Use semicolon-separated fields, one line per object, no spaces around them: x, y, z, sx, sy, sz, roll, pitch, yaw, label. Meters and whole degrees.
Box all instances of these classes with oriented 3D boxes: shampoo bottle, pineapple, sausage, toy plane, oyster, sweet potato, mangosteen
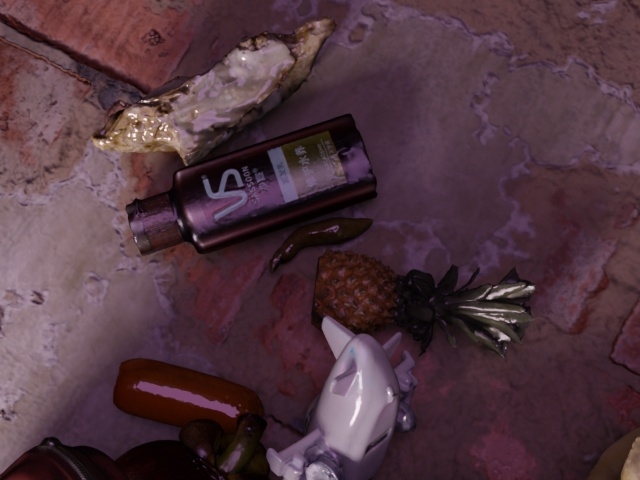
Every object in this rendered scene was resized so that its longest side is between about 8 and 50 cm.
-0.094;-0.065;1.435;0.322;0.084;0.129;-17;74;-3;shampoo bottle
0.129;0.074;1.382;0.277;0.119;0.130;9;68;3;pineapple
-0.167;0.201;1.375;0.197;0.076;0.076;14;77;2;sausage
0.034;0.208;1.300;0.118;0.252;0.252;33;78;29;toy plane
-0.130;-0.188;1.432;0.341;0.166;0.110;-34;101;-18;oyster
-0.003;-0.004;1.444;0.153;0.038;0.041;-23;54;-3;sweet potato
-0.148;0.311;1.275;0.215;0.215;0.257;40;79;9;mangosteen

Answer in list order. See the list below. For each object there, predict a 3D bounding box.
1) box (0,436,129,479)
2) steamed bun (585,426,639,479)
-0.301;0.381;1.187;0.108;0.404;0.263;-17;73;-42;box
0.394;0.345;1.210;0.230;0.325;0.372;38;85;6;steamed bun
